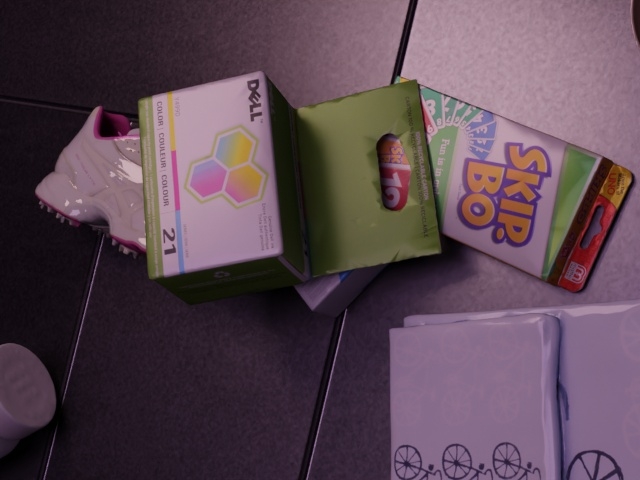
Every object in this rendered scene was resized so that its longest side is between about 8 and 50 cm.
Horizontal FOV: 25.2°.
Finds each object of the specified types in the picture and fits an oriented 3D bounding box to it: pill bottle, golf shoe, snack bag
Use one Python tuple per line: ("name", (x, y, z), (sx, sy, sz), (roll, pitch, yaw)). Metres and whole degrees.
("pill bottle", (-0.407, 0.201, 1.587), (0.221, 0.121, 0.121), (-28, 66, 25))
("golf shoe", (-0.170, -0.047, 1.496), (0.306, 0.115, 0.140), (26, 91, 33))
("snack bag", (0.201, 0.211, 1.226), (0.343, 0.037, 0.323), (-7, 76, 38))

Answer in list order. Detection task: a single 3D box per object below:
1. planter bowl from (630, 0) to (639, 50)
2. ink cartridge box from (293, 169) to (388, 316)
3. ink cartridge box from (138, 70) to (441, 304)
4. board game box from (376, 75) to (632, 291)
("planter bowl", (0.354, -0.185, 1.190), (0.162, 0.109, 0.162), (-8, 76, 32))
("ink cartridge box", (0.000, 0.000, 1.411), (0.088, 0.052, 0.122), (-46, 61, 15))
("ink cartridge box", (-0.031, -0.061, 1.344), (0.255, 0.097, 0.188), (-12, 70, 15))
("board game box", (0.153, -0.055, 1.338), (0.259, 0.039, 0.124), (26, 94, 31))
